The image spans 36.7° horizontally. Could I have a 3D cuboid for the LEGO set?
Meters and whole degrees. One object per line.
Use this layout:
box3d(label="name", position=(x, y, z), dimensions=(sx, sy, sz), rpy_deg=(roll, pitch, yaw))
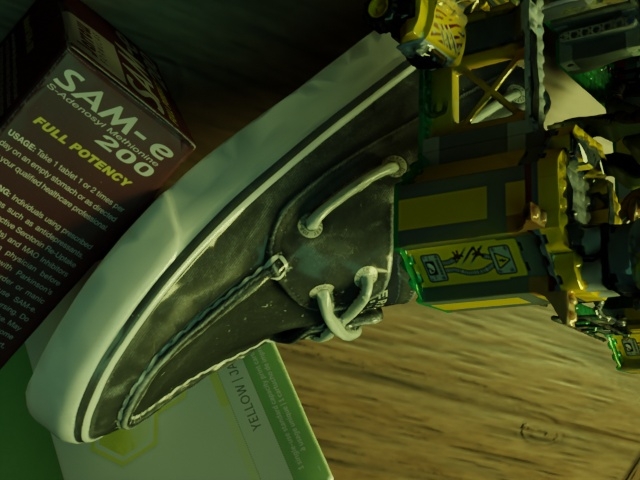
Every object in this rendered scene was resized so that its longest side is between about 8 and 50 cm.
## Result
box3d(label="LEGO set", position=(0.185, -0.059, 0.421), dimensions=(0.331, 0.192, 0.254), rpy_deg=(31, 59, -48))

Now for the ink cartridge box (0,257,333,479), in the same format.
box3d(label="ink cartridge box", position=(-0.130, 0.105, 0.499), dimensions=(0.235, 0.171, 0.056), rpy_deg=(-22, 149, -8))

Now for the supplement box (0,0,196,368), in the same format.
box3d(label="supplement box", position=(-0.171, 0.002, 0.457), dimensions=(0.073, 0.130, 0.239), rpy_deg=(38, 100, -29))

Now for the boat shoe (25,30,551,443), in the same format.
box3d(label="boat shoe", position=(0.000, 0.000, 0.466), dimensions=(0.301, 0.102, 0.108), rpy_deg=(-42, 165, -26))
